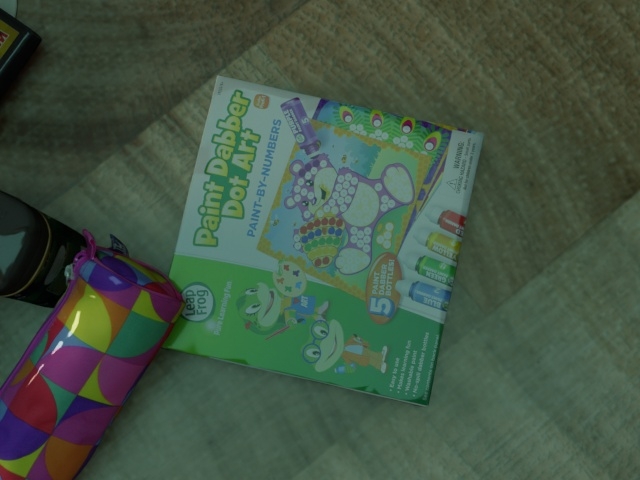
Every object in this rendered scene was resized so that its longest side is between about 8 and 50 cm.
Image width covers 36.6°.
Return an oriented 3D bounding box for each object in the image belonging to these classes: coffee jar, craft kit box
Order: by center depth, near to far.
[{"bbox_3d":[-0.255,0.007,0.791,0.096,0.184,0.079,23,83,4],"label":"coffee jar"},{"bbox_3d":[0.000,0.000,0.861,0.246,0.061,0.250,12,83,4],"label":"craft kit box"}]

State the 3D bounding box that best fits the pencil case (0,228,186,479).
[{"bbox_3d":[-0.208,0.111,0.800,0.104,0.104,0.236,31,96,4],"label":"pencil case"}]

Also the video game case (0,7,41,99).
[{"bbox_3d":[-0.432,-0.142,0.876,0.248,0.035,0.275,35,88,4],"label":"video game case"}]

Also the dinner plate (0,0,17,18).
[{"bbox_3d":[-0.357,-0.224,0.907,0.141,0.017,0.141,0,82,1],"label":"dinner plate"}]
